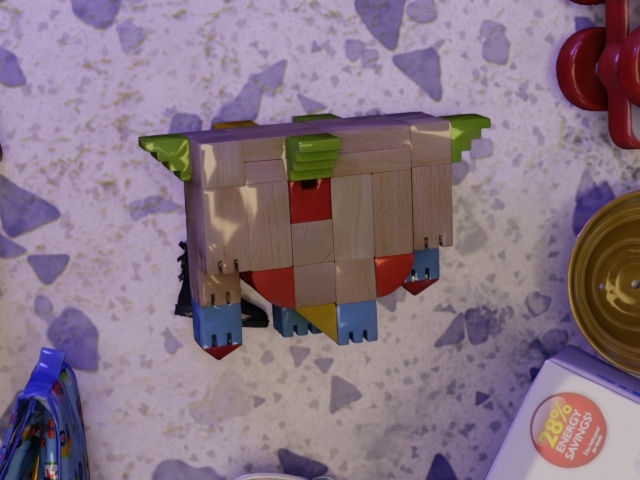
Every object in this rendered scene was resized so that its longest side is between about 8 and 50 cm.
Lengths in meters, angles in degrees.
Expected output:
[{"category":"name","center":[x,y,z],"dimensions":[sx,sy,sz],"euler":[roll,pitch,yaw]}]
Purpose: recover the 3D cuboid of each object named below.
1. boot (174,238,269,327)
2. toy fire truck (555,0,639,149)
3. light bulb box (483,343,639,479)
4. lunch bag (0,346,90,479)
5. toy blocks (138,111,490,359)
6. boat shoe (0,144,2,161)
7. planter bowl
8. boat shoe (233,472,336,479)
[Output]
[{"category":"boot","center":[-0.112,0.047,1.738],"dimensions":[0.121,0.045,0.099],"euler":[10,91,-3]},{"category":"toy fire truck","center":[0.413,-0.259,1.687],"dimensions":[0.254,0.169,0.302],"euler":[-7,97,-21]},{"category":"light bulb box","center":[0.279,0.320,1.600],"dimensions":[0.225,0.361,0.358],"euler":[26,94,12]},{"category":"lunch bag","center":[-0.310,0.266,1.657],"dimensions":[0.138,0.221,0.293],"euler":[8,95,-3]},{"category":"toy blocks","center":[0.000,0.000,1.671],"dimensions":[0.381,0.191,0.261],"euler":[-7,104,-16]},{"category":"boat shoe","center":[-0.415,-0.164,1.694],"dimensions":[0.059,0.063,0.170],"euler":[-18,96,-7]},{"category":"planter bowl","center":[0.380,0.051,1.730],"dimensions":[0.217,0.090,0.217],"euler":[0,86,-7]},{"category":"boat shoe","center":[0.010,0.328,1.747],"dimensions":[0.254,0.079,0.095],"euler":[12,87,-8]}]
